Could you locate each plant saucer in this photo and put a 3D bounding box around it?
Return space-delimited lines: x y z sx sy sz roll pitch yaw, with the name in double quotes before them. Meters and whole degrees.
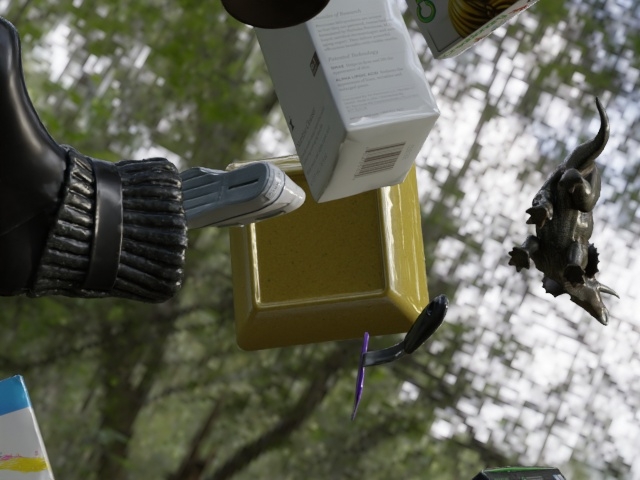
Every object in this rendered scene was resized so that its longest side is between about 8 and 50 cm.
"plant saucer" 0.000 0.000 2.697 0.333 0.332 0.081 -8 -13 11

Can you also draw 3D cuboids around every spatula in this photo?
"spatula" 0.079 0.116 1.743 0.030 0.084 0.296 15 -26 -15

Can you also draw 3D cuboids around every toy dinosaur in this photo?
"toy dinosaur" 0.314 -0.034 2.077 0.121 0.313 0.160 2 15 17

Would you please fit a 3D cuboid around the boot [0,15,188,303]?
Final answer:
"boot" -0.285 -0.094 1.826 0.260 0.347 0.131 -4 10 -20

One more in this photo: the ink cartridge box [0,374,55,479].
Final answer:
"ink cartridge box" -0.473 0.339 2.334 0.168 0.232 0.171 -17 -12 -11

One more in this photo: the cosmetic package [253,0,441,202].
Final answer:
"cosmetic package" 0.020 -0.281 2.365 0.156 0.385 0.217 -13 -24 -20

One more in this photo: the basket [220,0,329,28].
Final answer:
"basket" -0.059 -0.366 1.847 0.204 0.226 0.154 -24 -37 27

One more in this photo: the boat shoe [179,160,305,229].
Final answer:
"boat shoe" -0.114 -0.044 2.017 0.076 0.083 0.226 31 -22 -37

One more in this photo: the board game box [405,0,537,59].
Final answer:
"board game box" 0.152 -0.397 1.953 0.193 0.053 0.305 -33 -102 39

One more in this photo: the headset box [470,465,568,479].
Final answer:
"headset box" 0.127 0.352 1.531 0.131 0.283 0.246 52 15 21
